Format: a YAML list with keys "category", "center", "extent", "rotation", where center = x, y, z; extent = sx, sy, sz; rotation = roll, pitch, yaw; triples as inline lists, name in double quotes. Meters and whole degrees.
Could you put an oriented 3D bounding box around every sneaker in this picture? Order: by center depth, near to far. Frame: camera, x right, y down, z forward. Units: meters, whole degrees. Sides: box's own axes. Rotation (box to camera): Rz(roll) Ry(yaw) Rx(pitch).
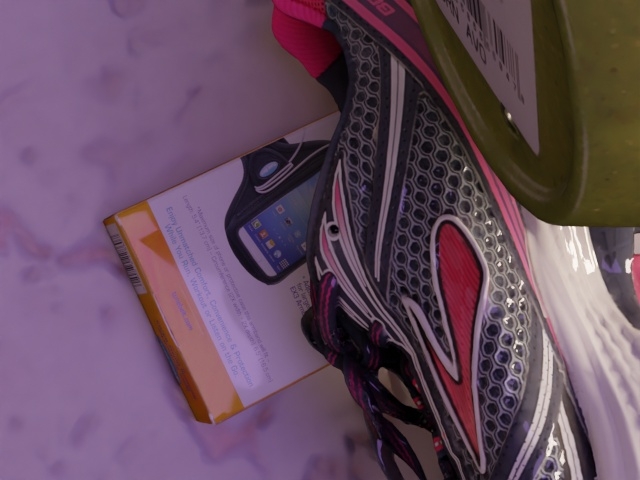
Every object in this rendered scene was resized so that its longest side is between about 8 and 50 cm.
- category: "sneaker"
  center: [0.049, 0.038, 0.486]
  extent: [0.112, 0.121, 0.299]
  rotation: [-5, 73, -4]

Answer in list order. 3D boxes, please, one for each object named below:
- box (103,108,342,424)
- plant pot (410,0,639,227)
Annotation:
- category: "box"
  center: [0.000, 0.000, 0.542]
  extent: [0.136, 0.028, 0.081]
  rotation: [-26, 95, -21]
- category: "plant pot"
  center: [0.170, -0.115, 0.377]
  extent: [0.293, 0.275, 0.275]
  rotation: [-21, 93, -6]
